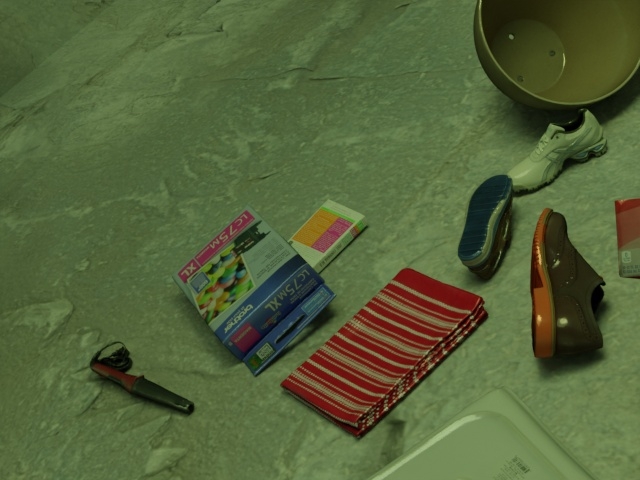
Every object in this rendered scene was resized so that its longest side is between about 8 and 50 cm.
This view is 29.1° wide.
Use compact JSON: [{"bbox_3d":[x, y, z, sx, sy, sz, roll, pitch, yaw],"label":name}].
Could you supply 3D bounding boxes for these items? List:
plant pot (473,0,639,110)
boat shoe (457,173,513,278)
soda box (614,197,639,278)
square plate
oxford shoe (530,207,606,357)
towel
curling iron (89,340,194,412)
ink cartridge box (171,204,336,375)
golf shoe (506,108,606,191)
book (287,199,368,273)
[{"bbox_3d":[0.376,-0.335,2.061,0.284,0.284,0.191,-38,-3,-14],"label":"plant pot"},{"bbox_3d":[0.255,-0.020,1.865,0.066,0.066,0.183,-3,47,37],"label":"boat shoe"},{"bbox_3d":[0.458,-0.010,1.330,0.263,0.083,0.092,-6,84,28],"label":"soda box"},{"bbox_3d":[0.163,0.342,1.466,0.344,0.049,0.347,-34,34,-7],"label":"square plate"},{"bbox_3d":[0.339,0.058,1.697,0.098,0.097,0.271,1,44,8],"label":"oxford shoe"},{"bbox_3d":[0.091,0.152,1.791,0.275,0.031,0.199,-42,34,-18],"label":"towel"},{"bbox_3d":[-0.286,0.221,1.975,0.068,0.035,0.274,-44,36,-21],"label":"curling iron"},{"bbox_3d":[-0.113,0.073,2.000,0.186,0.065,0.311,-43,36,-2],"label":"ink cartridge box"},{"bbox_3d":[0.359,-0.146,1.942,0.176,0.086,0.069,-31,35,0],"label":"golf shoe"},{"bbox_3d":[0.000,0.000,2.063,0.144,0.035,0.096,-44,37,-19],"label":"book"}]
